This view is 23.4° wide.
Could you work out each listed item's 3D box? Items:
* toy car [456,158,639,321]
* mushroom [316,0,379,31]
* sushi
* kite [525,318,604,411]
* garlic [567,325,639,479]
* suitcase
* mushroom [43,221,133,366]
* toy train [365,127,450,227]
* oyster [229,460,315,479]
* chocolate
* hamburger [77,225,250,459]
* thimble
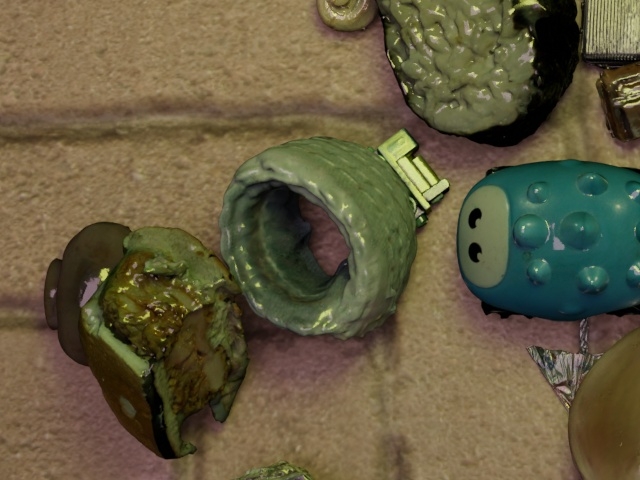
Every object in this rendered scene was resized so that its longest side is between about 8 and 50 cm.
[{"bbox_3d":[0.278,-0.003,1.780,0.255,0.190,0.189,1,84,16],"label":"toy car"},{"bbox_3d":[0.034,-0.301,1.925,0.083,0.067,0.084,1,93,16],"label":"mushroom"},{"bbox_3d":[0.175,-0.286,1.835,0.211,0.171,0.350,-30,82,30],"label":"sushi"},{"bbox_3d":[0.316,0.139,1.857,0.139,0.011,0.157,5,88,10],"label":"kite"},{"bbox_3d":[0.421,0.158,1.717,0.231,0.246,0.340,37,110,24],"label":"garlic"},{"bbox_3d":[0.354,-0.270,1.851,0.086,0.059,0.126,2,86,15],"label":"suitcase"},{"bbox_3d":[-0.284,0.065,1.960,0.141,0.117,0.188,1,82,2],"label":"mushroom"},{"bbox_3d":[0.104,-0.076,1.904,0.081,0.050,0.122,-38,80,-3],"label":"toy train"},{"bbox_3d":[-0.048,0.357,1.886,0.267,0.112,0.198,17,111,6],"label":"oyster"},{"bbox_3d":[0.488,-0.193,1.790,0.329,0.065,0.102,-15,120,11],"label":"chocolate"},{"bbox_3d":[-0.192,0.112,1.855,0.167,0.288,0.192,-33,57,-22],"label":"hamburger"},{"bbox_3d":[0.000,0.000,1.837,0.205,0.172,0.250,-28,87,30],"label":"thimble"}]
